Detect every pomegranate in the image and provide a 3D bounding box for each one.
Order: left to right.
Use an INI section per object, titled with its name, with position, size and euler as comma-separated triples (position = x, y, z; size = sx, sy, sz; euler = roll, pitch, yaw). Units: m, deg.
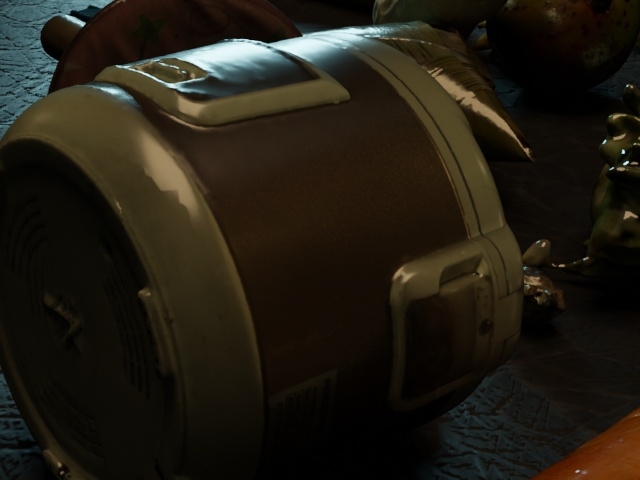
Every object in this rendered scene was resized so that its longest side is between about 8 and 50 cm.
[pomegranate]
position = 0.284, -0.282, 1.704
size = 0.246, 0.198, 0.198
euler = 11, 26, 38

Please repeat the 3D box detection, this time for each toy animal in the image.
[toy animal]
position = 0.157, 0.011, 1.268
size = 0.086, 0.069, 0.219
euler = 10, 32, -24

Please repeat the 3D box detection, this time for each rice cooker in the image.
[rice cooker]
position = -0.044, 0.017, 0.959
size = 0.325, 0.335, 0.335
euler = -18, 36, -36

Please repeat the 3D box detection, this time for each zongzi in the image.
[zongzi]
position = 0.071, -0.141, 1.461
size = 0.286, 0.138, 0.300
euler = -6, 31, -14

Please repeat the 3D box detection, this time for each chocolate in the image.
[chocolate]
position = 0.148, -0.305, 1.653
size = 0.134, 0.134, 0.309
euler = -3, -11, -14

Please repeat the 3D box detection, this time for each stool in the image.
[stool]
position = -0.142, -0.120, 1.280
size = 0.272, 0.272, 0.178
euler = -7, 16, -21

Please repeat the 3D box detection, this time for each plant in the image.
[plant]
position = 0.395, -0.002, 1.291
size = 0.333, 0.180, 0.251
euler = 29, 60, 4

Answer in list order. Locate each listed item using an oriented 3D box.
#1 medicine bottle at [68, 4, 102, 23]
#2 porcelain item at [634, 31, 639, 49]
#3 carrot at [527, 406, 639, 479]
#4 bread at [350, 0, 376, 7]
[medicine bottle]
position = -0.185, -0.257, 1.688
size = 0.258, 0.079, 0.124
euler = -15, 34, -33
[porcelain item]
position = 0.466, -0.336, 1.959
size = 0.084, 0.054, 0.213
euler = 4, 28, -5
[carrot]
position = 0.249, 0.189, 0.827
size = 0.331, 0.214, 0.193
euler = -24, 68, -35
[bread]
position = 0.008, -0.450, 1.965
size = 0.380, 0.185, 0.109
euler = 14, 23, 18
